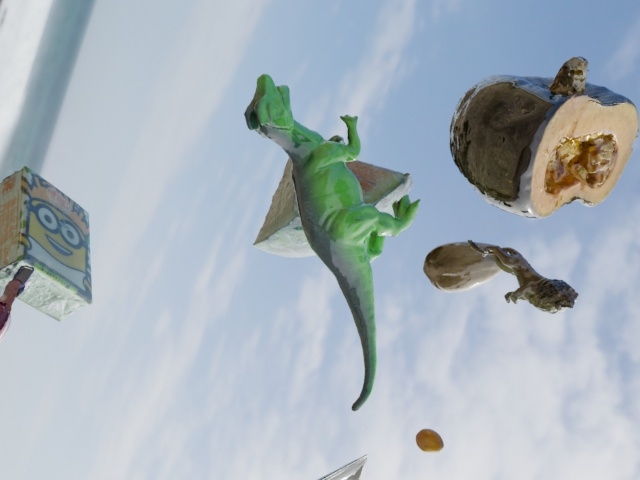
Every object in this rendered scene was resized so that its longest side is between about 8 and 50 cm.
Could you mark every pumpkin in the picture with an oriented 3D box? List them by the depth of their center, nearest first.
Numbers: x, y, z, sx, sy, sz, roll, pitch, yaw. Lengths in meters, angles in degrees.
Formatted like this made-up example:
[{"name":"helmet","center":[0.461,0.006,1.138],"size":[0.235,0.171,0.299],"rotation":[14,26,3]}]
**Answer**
[{"name":"pumpkin","center":[0.315,-0.176,1.574],"size":[0.232,0.325,0.242],"rotation":[30,-67,33]}]

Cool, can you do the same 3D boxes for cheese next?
[{"name":"cheese","center":[-0.685,0.157,2.206],"size":[0.155,0.062,0.244],"rotation":[7,-120,52]}]

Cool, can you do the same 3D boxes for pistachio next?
[{"name":"pistachio","center":[0.313,0.055,2.262],"size":[0.126,0.185,0.108],"rotation":[0,82,-75]}]

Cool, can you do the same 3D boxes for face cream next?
[{"name":"face cream","center":[0.036,0.506,2.130],"size":[0.089,0.143,0.314],"rotation":[61,-9,26]}]

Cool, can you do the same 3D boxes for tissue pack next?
[{"name":"tissue pack","center":[-0.656,0.007,2.459],"size":[0.128,0.228,0.311],"rotation":[-29,-134,19]}]

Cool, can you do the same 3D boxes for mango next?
[{"name":"mango","center":[0.266,0.486,2.520],"size":[0.089,0.046,0.060],"rotation":[16,-74,51]}]

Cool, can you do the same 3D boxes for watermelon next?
[{"name":"watermelon","center":[0.010,-0.111,2.338],"size":[0.228,0.387,0.258],"rotation":[96,-30,-66]}]

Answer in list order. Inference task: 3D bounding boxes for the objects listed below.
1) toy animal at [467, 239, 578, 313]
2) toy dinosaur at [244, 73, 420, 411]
[{"name":"toy animal","center":[0.322,0.064,1.723],"size":[0.086,0.220,0.069],"rotation":[-45,152,-13]},{"name":"toy dinosaur","center":[0.000,0.000,1.762],"size":[0.144,0.374,0.500],"rotation":[-17,-125,45]}]
